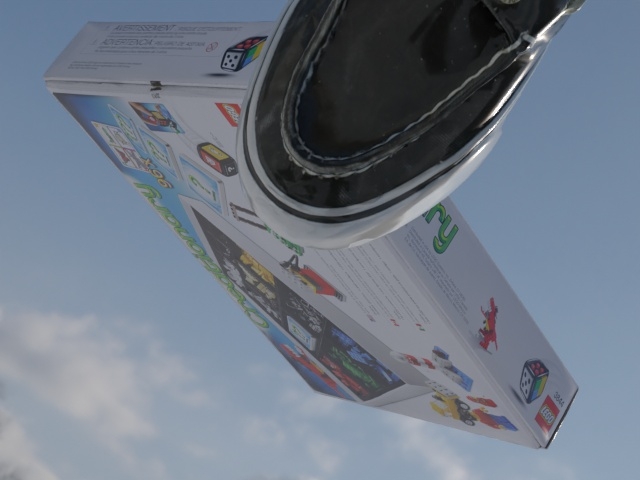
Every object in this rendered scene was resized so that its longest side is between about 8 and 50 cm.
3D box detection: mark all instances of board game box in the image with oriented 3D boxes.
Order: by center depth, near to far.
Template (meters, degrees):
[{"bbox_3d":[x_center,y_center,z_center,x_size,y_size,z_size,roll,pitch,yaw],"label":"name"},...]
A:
[{"bbox_3d":[0.000,0.000,0.820,0.193,0.053,0.305,9,-33,44],"label":"board game box"}]

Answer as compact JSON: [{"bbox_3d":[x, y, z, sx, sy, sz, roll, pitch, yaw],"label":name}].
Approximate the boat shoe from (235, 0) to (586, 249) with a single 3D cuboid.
[{"bbox_3d":[0.050,-0.095,0.425,0.077,0.219,0.070,36,-9,9],"label":"boat shoe"}]
